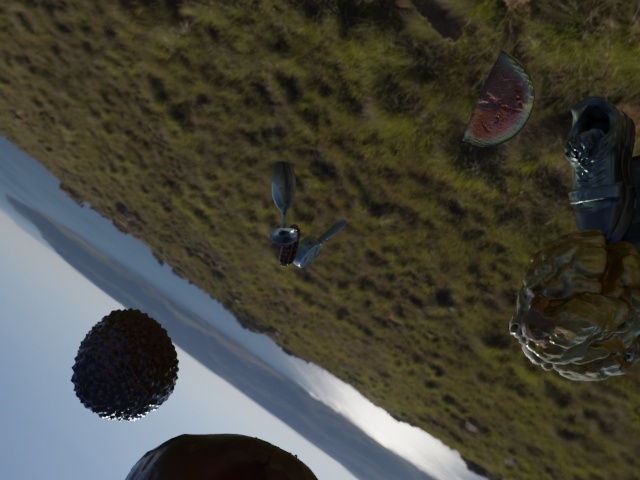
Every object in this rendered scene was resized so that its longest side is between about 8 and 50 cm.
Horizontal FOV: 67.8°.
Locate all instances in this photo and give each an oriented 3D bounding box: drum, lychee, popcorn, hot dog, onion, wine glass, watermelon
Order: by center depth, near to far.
[{"bbox_3d":[-0.159,0.480,0.689,0.348,0.385,0.347,12,136,12],"label":"onion"},{"bbox_3d":[0.310,-0.232,0.794,0.087,0.069,0.163,26,135,12],"label":"watermelon"},{"bbox_3d":[0.447,0.111,0.817,0.225,0.264,0.332,24,-171,34],"label":"popcorn"},{"bbox_3d":[-0.081,-0.084,1.033,0.066,0.198,0.066,-3,143,-2],"label":"wine glass"},{"bbox_3d":[-0.486,0.302,1.195,0.268,0.267,0.267,32,160,13],"label":"lychee"},{"bbox_3d":[-0.082,0.014,1.309,0.049,0.122,0.037,12,-178,-33],"label":"hot dog"},{"bbox_3d":[-0.007,0.014,1.672,0.049,0.253,0.130,42,132,17],"label":"drum"}]

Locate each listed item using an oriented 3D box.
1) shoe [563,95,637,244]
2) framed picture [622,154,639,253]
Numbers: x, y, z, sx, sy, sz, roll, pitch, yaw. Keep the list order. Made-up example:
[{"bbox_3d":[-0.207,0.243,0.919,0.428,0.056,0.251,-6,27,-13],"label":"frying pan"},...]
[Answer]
[{"bbox_3d":[0.511,-0.136,0.902,0.149,0.292,0.109,23,163,-29],"label":"shoe"},{"bbox_3d":[0.698,-0.035,0.879,0.016,0.346,0.265,29,154,-36],"label":"framed picture"}]
